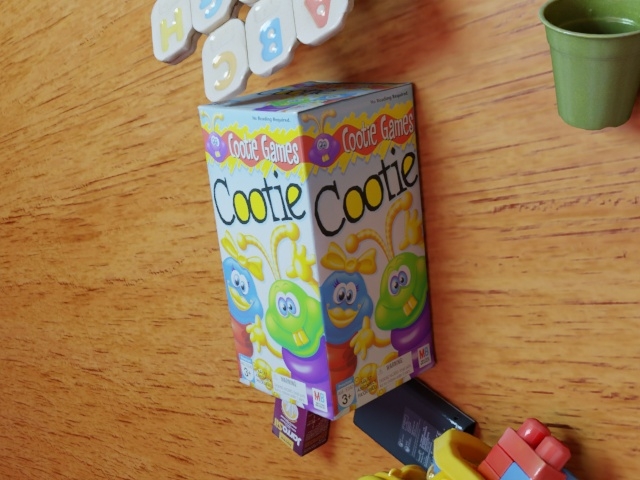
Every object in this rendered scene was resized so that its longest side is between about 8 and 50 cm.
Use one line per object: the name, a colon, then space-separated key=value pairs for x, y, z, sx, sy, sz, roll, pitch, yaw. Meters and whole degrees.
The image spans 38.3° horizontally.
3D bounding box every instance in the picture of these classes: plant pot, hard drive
plant pot: x=0.194 y=-0.122 z=0.641 sx=0.083 sy=0.083 sz=0.079 roll=27 pitch=137 yaw=40
hard drive: x=0.090 y=0.184 z=0.928 sx=0.135 sy=0.022 sz=0.094 roll=33 pitch=129 yaw=36

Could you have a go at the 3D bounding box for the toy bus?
toy bus: x=0.129 y=0.241 z=0.804 sx=0.211 sy=0.149 sz=0.220 roll=-57 pitch=26 yaw=3

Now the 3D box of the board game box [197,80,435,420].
board game box: x=0.000 y=0.000 z=0.860 sx=0.144 sy=0.142 sz=0.275 roll=11 pitch=114 yaw=47

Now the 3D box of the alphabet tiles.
alphabet tiles: x=-0.057 y=-0.271 z=0.801 sx=0.284 sy=0.021 sz=0.278 roll=-23 pitch=64 yaw=37

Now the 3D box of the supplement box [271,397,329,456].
supplement box: x=-0.021 y=0.193 z=1.046 sx=0.055 sy=0.043 sz=0.083 roll=31 pitch=128 yaw=36
